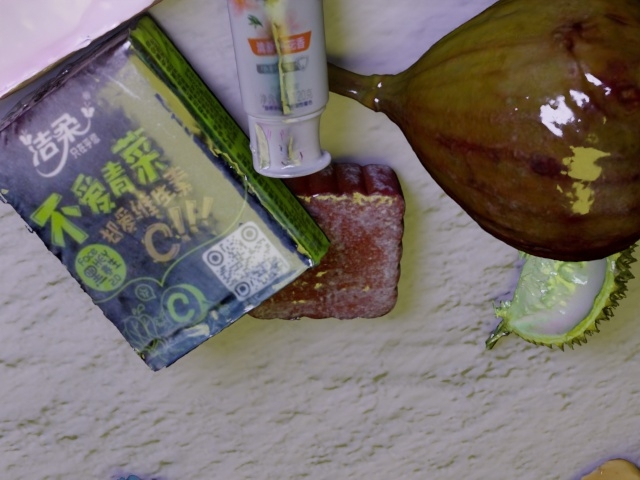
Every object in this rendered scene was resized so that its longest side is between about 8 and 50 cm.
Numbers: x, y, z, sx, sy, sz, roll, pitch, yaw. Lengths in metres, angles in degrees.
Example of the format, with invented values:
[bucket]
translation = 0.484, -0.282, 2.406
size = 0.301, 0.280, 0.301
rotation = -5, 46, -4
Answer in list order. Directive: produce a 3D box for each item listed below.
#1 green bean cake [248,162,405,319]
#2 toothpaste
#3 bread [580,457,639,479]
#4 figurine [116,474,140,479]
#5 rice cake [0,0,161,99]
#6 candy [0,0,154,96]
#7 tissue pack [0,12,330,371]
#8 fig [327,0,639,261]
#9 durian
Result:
[green bean cake]
translation = 0.000, 0.000, 1.565
size = 0.135, 0.056, 0.135
rotation = -1, 125, -6
[toothpaste]
translation = -0.036, -0.205, 1.375
size = 0.100, 0.066, 0.323
rotation = -6, 113, 1
[bread]
translation = 0.308, 0.292, 1.772
size = 0.085, 0.173, 0.134
rotation = -41, 122, 5
[figurine]
translation = -0.145, 0.267, 1.756
size = 0.140, 0.068, 0.075
rotation = 24, 119, -31
[rice cake]
translation = -0.165, -0.167, 1.419
size = 0.206, 0.047, 0.036
rotation = -29, 120, 14
[candy]
translation = -0.245, -0.188, 1.347
size = 0.265, 0.116, 0.155
rotation = -30, 127, 15
[tissue pack]
translation = -0.130, -0.033, 1.474
size = 0.173, 0.073, 0.235
rotation = -35, 105, 18
[fig]
translation = 0.121, -0.111, 1.445
size = 0.321, 0.217, 0.217
rotation = 17, 130, 17
[durian]
translation = 0.212, 0.031, 1.622
size = 0.100, 0.086, 0.215
rotation = 30, 122, 12
